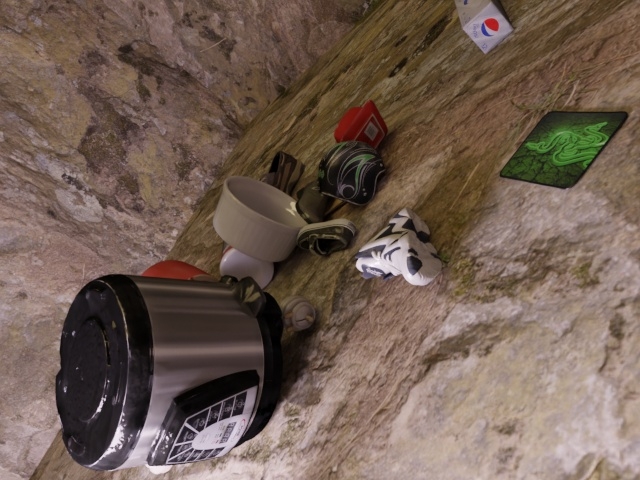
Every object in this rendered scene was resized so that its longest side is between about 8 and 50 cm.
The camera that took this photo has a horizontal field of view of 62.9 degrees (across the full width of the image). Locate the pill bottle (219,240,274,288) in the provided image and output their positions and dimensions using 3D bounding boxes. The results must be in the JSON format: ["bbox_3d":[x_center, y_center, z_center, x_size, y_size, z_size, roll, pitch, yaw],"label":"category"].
[{"bbox_3d":[-0.230,0.028,1.658,0.161,0.161,0.283,-46,22,16],"label":"pill bottle"}]

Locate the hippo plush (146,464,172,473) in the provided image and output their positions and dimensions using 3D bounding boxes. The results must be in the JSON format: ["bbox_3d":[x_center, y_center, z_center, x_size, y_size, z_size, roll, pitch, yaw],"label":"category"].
[{"bbox_3d":[-0.465,0.439,1.395,0.234,0.236,0.294,-57,22,-9],"label":"hippo plush"}]

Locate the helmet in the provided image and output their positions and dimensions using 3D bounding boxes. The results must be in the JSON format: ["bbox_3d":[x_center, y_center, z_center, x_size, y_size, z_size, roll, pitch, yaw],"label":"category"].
[{"bbox_3d":[0.080,-0.182,1.373,0.169,0.169,0.162,30,103,68],"label":"helmet"}]

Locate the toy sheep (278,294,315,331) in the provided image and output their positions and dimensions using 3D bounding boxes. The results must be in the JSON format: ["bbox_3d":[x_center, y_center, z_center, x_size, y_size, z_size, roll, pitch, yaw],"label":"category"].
[{"bbox_3d":[-0.056,0.168,1.197,0.132,0.091,0.091,20,73,53],"label":"toy sheep"}]

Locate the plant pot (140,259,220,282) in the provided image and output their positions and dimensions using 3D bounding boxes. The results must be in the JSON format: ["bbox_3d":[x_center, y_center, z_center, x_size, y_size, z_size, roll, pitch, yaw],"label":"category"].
[{"bbox_3d":[-0.446,0.202,1.726,0.243,0.275,0.275,2,56,51],"label":"plant pot"}]

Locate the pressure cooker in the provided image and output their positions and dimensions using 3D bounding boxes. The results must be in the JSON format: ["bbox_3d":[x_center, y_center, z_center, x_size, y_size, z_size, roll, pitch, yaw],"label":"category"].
[{"bbox_3d":[-0.279,0.256,1.090,0.369,0.420,0.376,-16,71,42],"label":"pressure cooker"}]

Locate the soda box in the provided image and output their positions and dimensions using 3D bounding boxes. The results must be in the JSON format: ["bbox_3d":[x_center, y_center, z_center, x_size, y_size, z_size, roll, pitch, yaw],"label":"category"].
[{"bbox_3d":[0.430,-0.612,1.397,0.091,0.098,0.286,-38,25,33],"label":"soda box"}]

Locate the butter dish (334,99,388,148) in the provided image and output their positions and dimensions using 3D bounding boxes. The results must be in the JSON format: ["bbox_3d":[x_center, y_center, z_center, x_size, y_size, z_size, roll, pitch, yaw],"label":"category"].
[{"bbox_3d":[0.095,-0.308,1.491,0.118,0.160,0.160,31,82,37],"label":"butter dish"}]

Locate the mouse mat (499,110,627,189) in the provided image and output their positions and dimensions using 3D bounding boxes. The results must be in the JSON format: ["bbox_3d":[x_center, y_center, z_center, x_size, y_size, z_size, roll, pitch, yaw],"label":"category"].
[{"bbox_3d":[0.399,-0.157,0.882,0.153,0.007,0.189,-52,22,0],"label":"mouse mat"}]

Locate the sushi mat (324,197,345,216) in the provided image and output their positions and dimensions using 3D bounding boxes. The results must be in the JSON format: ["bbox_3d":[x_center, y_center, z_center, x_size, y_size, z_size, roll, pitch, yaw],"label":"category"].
[{"bbox_3d":[-0.020,-0.087,1.602,0.316,0.019,0.151,-36,28,37],"label":"sushi mat"}]

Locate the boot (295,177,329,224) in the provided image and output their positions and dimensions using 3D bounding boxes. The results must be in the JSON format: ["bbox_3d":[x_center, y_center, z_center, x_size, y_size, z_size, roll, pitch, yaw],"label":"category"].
[{"bbox_3d":[0.010,-0.137,1.492,0.161,0.083,0.246,-41,25,15],"label":"boot"}]

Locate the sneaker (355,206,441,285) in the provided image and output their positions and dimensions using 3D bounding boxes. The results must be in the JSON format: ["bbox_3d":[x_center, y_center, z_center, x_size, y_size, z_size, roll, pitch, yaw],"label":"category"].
[{"bbox_3d":[0.135,0.043,0.989,0.153,0.094,0.235,-45,23,23],"label":"sneaker"}]

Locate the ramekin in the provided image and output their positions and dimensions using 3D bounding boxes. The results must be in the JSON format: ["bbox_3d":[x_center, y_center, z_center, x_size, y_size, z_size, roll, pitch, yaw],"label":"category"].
[{"bbox_3d":[-0.174,-0.059,1.509,0.135,0.277,0.277,-61,18,21],"label":"ramekin"}]

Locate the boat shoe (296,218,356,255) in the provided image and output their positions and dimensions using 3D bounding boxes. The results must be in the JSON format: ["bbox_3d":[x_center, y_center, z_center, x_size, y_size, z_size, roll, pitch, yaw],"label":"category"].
[{"bbox_3d":[0.000,0.000,1.350,0.219,0.077,0.070,-19,38,52],"label":"boat shoe"}]

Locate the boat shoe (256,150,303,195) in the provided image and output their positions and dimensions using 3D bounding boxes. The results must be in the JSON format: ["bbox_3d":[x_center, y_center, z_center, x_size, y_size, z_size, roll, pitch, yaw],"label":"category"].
[{"bbox_3d":[-0.185,-0.190,1.945,0.132,0.130,0.355,-29,31,46],"label":"boat shoe"}]
